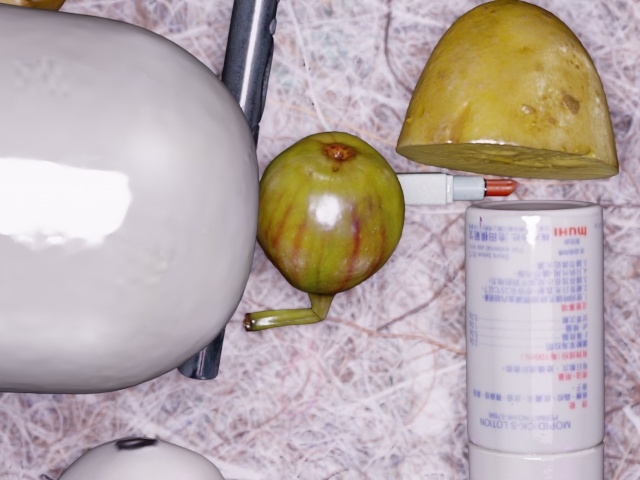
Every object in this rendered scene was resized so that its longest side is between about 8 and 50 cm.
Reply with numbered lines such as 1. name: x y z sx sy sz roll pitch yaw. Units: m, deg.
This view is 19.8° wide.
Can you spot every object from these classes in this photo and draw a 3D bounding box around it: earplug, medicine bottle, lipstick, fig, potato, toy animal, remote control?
1. earplug: -0.246 -0.037 1.418 0.394 0.312 0.312 3 96 -11
2. medicine bottle: 0.200 0.136 1.707 0.130 0.130 0.340 -2 95 -7
3. lipstick: 0.125 -0.049 1.728 0.129 0.030 0.030 -1 96 -7
4. fig: 0.006 0.000 1.663 0.148 0.142 0.186 -18 115 -23
5. potato: 0.170 -0.141 1.664 0.204 0.178 0.158 1 83 -1
6. toy animal: -0.148 0.288 1.662 0.187 0.165 0.235 -38 97 -6
7. remote control: -0.082 -0.066 1.661 0.044 0.107 0.377 9 94 -11

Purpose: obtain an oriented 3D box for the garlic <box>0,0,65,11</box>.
1. garlic: -0.330 -0.201 1.588 0.245 0.164 0.145 -31 118 9
